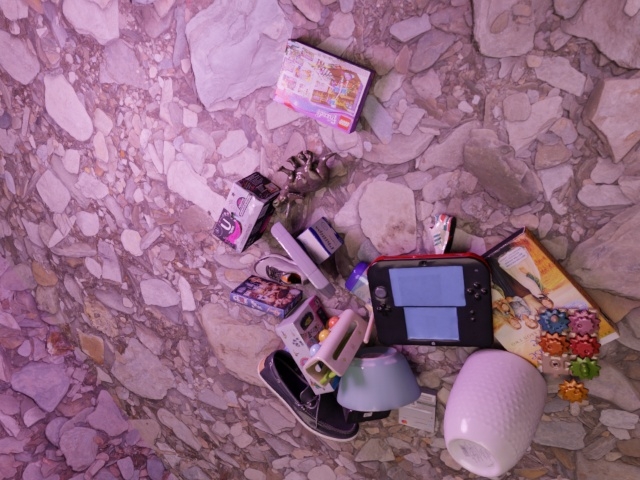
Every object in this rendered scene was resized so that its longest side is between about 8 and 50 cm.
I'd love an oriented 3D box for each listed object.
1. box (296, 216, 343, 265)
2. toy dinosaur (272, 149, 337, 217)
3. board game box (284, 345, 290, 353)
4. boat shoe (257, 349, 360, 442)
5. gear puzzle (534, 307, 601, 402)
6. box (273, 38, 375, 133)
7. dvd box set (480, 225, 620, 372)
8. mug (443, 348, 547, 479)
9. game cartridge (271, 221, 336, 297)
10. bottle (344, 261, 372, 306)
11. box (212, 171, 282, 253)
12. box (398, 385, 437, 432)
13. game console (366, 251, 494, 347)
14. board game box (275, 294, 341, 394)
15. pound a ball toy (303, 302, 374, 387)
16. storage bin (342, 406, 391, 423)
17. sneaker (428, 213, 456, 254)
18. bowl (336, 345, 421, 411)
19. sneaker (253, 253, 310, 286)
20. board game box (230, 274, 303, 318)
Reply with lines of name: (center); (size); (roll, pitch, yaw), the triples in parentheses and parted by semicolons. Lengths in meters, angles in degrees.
box: (0.000, 0.000, 1.594); (0.072, 0.137, 0.126); (-37, 93, 33)
toy dinosaur: (-0.045, -0.225, 1.551); (0.313, 0.121, 0.160); (-26, 111, 28)
board game box: (-0.034, 0.505, 1.895); (0.160, 0.039, 0.212); (-34, 96, 34)
boat shoe: (-0.042, 0.633, 1.829); (0.500, 0.187, 0.156); (38, 131, 10)
gear puzzle: (0.756, 0.361, 1.362); (0.175, 0.044, 0.339); (-2, 111, 28)
box: (0.005, -0.491, 1.421); (0.293, 0.057, 0.201); (28, 121, 13)
dvd box set: (0.655, 0.203, 1.408); (0.420, 0.062, 0.307); (48, 124, 0)
mug: (0.559, 0.602, 1.446); (0.276, 0.328, 0.374); (-1, 120, 41)
game cartridge: (-0.062, 0.070, 1.592); (0.062, 0.198, 0.297); (-41, 69, 1)
bottle: (0.227, 0.198, 1.597); (0.282, 0.092, 0.118); (36, 126, 8)
box: (-0.274, -0.105, 1.666); (0.142, 0.163, 0.247); (34, 122, 7)
box: (0.382, 0.658, 1.759); (0.145, 0.038, 0.186); (6, 114, 24)
game console: (0.357, 0.204, 1.462); (0.386, 0.060, 0.342); (-3, 110, 21)
board game box: (-0.016, 0.399, 1.730); (0.097, 0.224, 0.304); (-25, 100, 31)
pound a ball toy: (0.082, 0.344, 1.609); (0.135, 0.319, 0.208); (42, 131, 0)
storage bin: (0.182, 0.650, 1.762); (0.180, 0.084, 0.122); (-5, 136, -10)
sneaker: (0.389, -0.013, 1.455); (0.075, 0.057, 0.161); (25, 124, 34)
bowl: (0.207, 0.492, 1.646); (0.311, 0.311, 0.163); (-6, 89, 28)
sneaker: (-0.149, 0.122, 1.742); (0.271, 0.108, 0.100); (7, 116, 25)
board game box: (-0.214, 0.220, 1.783); (0.243, 0.165, 0.042); (14, 117, 19)
